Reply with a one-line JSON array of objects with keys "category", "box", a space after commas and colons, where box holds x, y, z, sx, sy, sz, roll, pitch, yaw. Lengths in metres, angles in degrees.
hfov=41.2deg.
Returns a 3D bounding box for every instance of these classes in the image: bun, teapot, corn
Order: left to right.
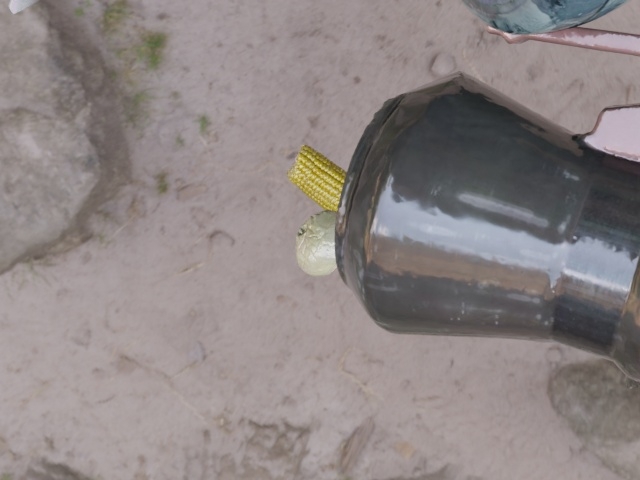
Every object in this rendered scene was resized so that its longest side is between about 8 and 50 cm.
[{"category": "bun", "box": [0.000, 0.000, 1.358, 0.069, 0.115, 0.115, 27, 117, -21]}, {"category": "corn", "box": [0.048, -0.073, 1.528, 0.248, 0.081, 0.081, 36, 115, -9]}, {"category": "teapot", "box": [0.233, -0.042, 0.914, 0.361, 0.305, 0.376, 17, 109, 23]}]

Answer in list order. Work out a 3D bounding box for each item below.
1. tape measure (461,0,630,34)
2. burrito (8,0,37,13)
[{"category": "tape measure", "box": [0.205, -0.329, 0.766, 0.147, 0.256, 0.275, -18, 117, -17]}, {"category": "burrito", "box": [-0.191, -0.266, 0.746, 0.064, 0.203, 0.064, 42, 153, 27]}]
